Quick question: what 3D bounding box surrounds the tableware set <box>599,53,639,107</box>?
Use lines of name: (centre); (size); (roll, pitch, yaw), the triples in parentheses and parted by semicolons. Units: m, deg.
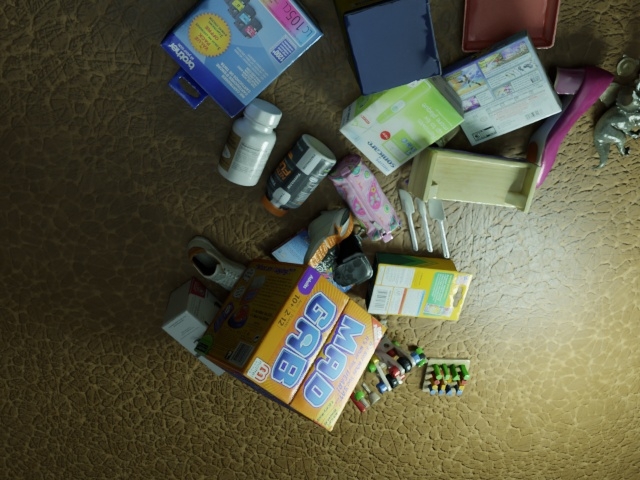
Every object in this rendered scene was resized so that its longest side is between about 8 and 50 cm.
tableware set: (0.910, -0.462, 1.775); (0.141, 0.020, 0.168); (19, 118, -12)

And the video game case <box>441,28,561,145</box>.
video game case: (0.498, -0.422, 1.695); (0.270, 0.061, 0.244); (-19, 123, 32)

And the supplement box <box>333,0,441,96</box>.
supplement box: (0.155, -0.522, 1.493); (0.195, 0.356, 0.194); (-15, 120, 5)

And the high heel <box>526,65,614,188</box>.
high heel: (0.733, -0.323, 1.782); (0.181, 0.127, 0.377); (5, 120, -4)

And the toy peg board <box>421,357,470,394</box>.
toy peg board: (0.481, 0.532, 2.286); (0.161, 0.079, 0.160); (2, 120, -5)

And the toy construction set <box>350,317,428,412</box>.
toy construction set: (0.190, 0.424, 2.150); (0.309, 0.257, 0.237); (-40, 71, 1)

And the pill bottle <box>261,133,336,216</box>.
pill bottle: (-0.074, -0.186, 1.803); (0.130, 0.130, 0.245); (33, 113, -20)

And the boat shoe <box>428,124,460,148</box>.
boat shoe: (0.349, -0.295, 1.810); (0.170, 0.059, 0.063); (-36, 116, 16)

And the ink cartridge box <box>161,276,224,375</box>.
ink cartridge box: (-0.382, 0.288, 2.017); (0.114, 0.197, 0.273); (-34, 117, 15)

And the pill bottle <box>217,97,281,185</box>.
pill bottle: (-0.201, -0.285, 1.737); (0.131, 0.131, 0.229); (20, 117, -15)

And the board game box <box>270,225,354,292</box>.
board game box: (-0.022, 0.091, 2.026); (0.145, 0.027, 0.281); (-34, 116, 16)

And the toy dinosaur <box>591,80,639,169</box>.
toy dinosaur: (0.897, -0.349, 1.800); (0.160, 0.121, 0.313); (26, 140, -7)

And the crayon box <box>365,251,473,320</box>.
crayon box: (0.330, 0.159, 2.058); (0.323, 0.083, 0.203); (6, 119, -7)

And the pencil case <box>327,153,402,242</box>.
pencil case: (0.138, -0.127, 1.859); (0.124, 0.124, 0.284); (-28, 117, 12)

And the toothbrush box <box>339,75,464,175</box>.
toothbrush box: (0.228, -0.353, 1.699); (0.283, 0.122, 0.206); (-33, 118, 32)

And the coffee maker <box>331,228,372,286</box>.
coffee maker: (0.099, 0.046, 1.906); (0.120, 0.178, 0.171); (36, 102, -24)

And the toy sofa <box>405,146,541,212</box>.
toy sofa: (0.447, -0.193, 1.804); (0.363, 0.177, 0.150); (5, 109, -14)

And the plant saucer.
plant saucer: (0.512, -0.649, 1.624); (0.259, 0.047, 0.258); (-3, 120, -1)

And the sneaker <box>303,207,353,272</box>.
sneaker: (0.000, 0.000, 1.856); (0.121, 0.262, 0.099); (5, 131, 32)

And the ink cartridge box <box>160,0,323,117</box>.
ink cartridge box: (-0.227, -0.522, 1.591); (0.395, 0.151, 0.270); (-38, 115, 19)

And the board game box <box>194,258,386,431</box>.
board game box: (-0.096, 0.305, 1.863); (0.356, 0.356, 0.356); (40, 71, -27)

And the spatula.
spatula: (0.335, -0.048, 1.915); (0.168, 0.019, 0.242); (15, 134, 39)

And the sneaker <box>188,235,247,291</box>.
sneaker: (-0.320, 0.115, 1.966); (0.290, 0.123, 0.106); (39, 109, -24)
